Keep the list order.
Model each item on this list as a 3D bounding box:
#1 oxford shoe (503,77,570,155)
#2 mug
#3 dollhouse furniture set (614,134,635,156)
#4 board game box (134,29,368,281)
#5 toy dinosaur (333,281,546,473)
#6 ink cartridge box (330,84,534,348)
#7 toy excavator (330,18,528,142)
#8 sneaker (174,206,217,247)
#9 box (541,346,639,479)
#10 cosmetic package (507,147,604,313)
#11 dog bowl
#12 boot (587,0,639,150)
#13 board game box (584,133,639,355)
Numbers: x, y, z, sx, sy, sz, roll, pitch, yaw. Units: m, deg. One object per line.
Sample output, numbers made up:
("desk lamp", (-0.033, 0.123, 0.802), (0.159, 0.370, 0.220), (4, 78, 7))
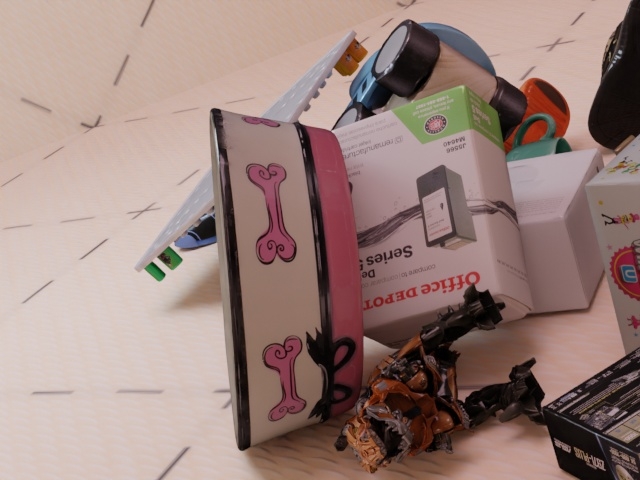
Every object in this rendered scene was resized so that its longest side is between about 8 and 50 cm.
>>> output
("oxford shoe", (0.308, -0.120, 2.004), (0.133, 0.130, 0.364), (-45, 6, 42))
("mug", (0.320, -0.091, 1.823), (0.097, 0.129, 0.158), (-11, 53, 27))
("dollhouse furniture set", (0.599, -0.123, 1.738), (0.259, 0.135, 0.262), (-40, 26, -19))
("board game box", (-0.108, -0.136, 2.025), (0.390, 0.050, 0.390), (-39, 14, 38))
("toy dinosaur", (0.118, 0.155, 1.377), (0.218, 0.164, 0.322), (-29, 22, 18))
("ink cartridge box", (0.133, -0.025, 1.526), (0.198, 0.273, 0.114), (-17, -22, 25))
("toy excavator", (0.098, -0.174, 2.018), (0.433, 0.222, 0.445), (-57, 17, 16))
("sneaker", (-0.170, -0.061, 2.268), (0.232, 0.091, 0.081), (-20, 20, -3))
("box", (0.337, 0.174, 1.214), (0.180, 0.078, 0.147), (-28, 21, -21))
("cosmetic package", (0.262, -0.006, 1.663), (0.224, 0.138, 0.225), (-8, 21, 29))
("dog bowl", (-0.045, 0.040, 1.486), (0.150, 0.408, 0.408), (-4, 19, -6))
("boot", (0.565, -0.352, 2.058), (0.138, 0.378, 0.284), (23, 24, 6))
("board game box", (0.440, -0.033, 1.450), (0.097, 0.224, 0.303), (0, 27, 40))
